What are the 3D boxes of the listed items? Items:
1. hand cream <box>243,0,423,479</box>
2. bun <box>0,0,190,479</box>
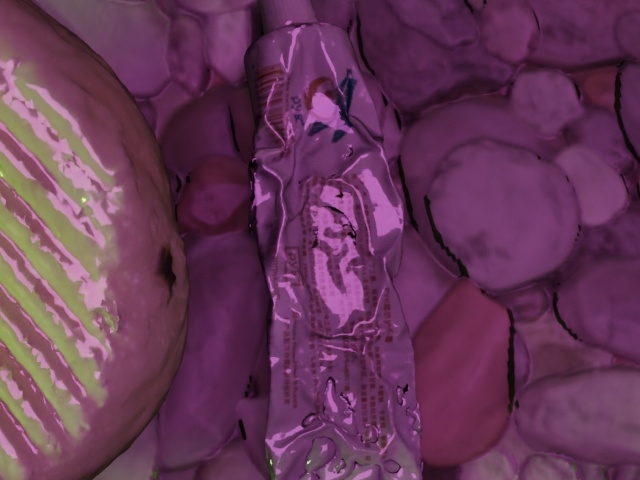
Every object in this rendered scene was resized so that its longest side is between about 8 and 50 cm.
[{"bbox_3d":[0.001,-0.001,0.581,0.084,0.050,0.256,-3,80,-15],"label":"hand cream"},{"bbox_3d":[-0.187,0.001,0.488,0.259,0.160,0.259,-1,93,-9],"label":"bun"}]
